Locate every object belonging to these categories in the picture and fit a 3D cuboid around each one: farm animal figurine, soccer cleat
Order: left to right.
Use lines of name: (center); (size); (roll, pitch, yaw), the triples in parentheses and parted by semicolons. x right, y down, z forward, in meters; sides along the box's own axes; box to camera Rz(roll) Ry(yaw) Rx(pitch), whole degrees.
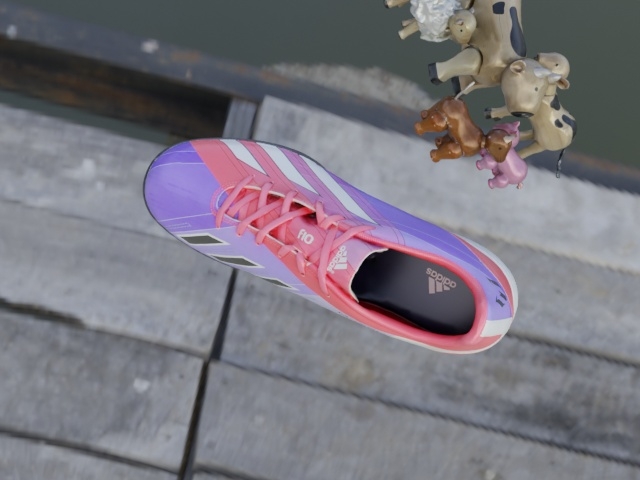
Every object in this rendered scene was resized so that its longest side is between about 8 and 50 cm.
soccer cleat: (0.000, 0.000, 1.001); (0.318, 0.108, 0.116); (24, 7, 10)
farm animal figurine: (0.263, -0.240, 1.836); (0.330, 0.172, 0.326); (-13, 85, -59)
